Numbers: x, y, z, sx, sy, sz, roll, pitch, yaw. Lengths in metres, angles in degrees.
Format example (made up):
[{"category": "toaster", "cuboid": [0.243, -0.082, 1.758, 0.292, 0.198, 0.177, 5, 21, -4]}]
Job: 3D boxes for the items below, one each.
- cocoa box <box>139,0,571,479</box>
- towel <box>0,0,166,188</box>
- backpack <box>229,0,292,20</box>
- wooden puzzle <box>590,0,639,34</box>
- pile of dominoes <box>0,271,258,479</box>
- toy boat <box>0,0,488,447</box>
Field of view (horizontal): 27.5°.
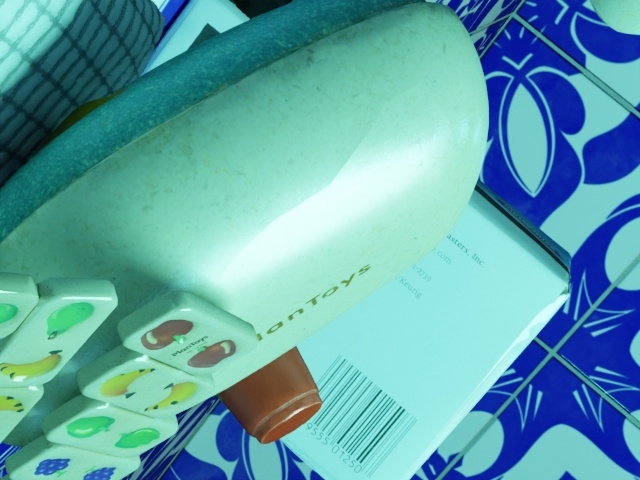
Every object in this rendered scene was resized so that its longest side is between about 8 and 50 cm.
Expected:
[{"category": "cocoa box", "cuboid": [0.000, 0.000, 1.052, 0.231, 0.347, 0.228, -51, 174, 11]}, {"category": "towel", "cuboid": [-0.202, -0.038, 0.529, 0.284, 0.121, 0.235, -51, 175, -2]}, {"category": "backpack", "cuboid": [-0.005, -0.204, 0.667, 0.144, 0.166, 0.188, -48, 176, -24]}, {"category": "wooden puzzle", "cuboid": [0.195, -0.352, 0.781, 0.080, 0.348, 0.322, 0, 148, -23]}, {"category": "pile of dominoes", "cuboid": [-0.142, 0.096, 0.474, 0.196, 0.040, 0.251, 4, 143, -40]}, {"category": "toy boat", "cuboid": [-0.057, 0.001, 0.622, 0.267, 0.148, 0.318, -31, 163, -11]}]
